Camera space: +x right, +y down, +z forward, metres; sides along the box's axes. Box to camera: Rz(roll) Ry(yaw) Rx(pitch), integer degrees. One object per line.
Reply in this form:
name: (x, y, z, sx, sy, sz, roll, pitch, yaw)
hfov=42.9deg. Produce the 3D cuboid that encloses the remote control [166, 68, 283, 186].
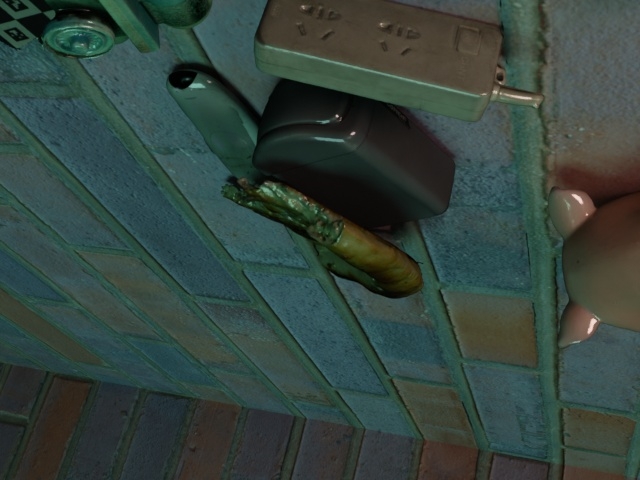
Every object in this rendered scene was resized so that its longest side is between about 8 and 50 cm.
remote control: (-0.117, -0.136, 1.075, 0.097, 0.045, 0.256, -1, 148, 31)

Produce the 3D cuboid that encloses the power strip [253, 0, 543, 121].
power strip: (0.082, -0.182, 0.806, 0.288, 0.093, 0.053, 13, 152, 4)

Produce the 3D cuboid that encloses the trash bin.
trash bin: (0.033, -0.106, 0.991, 0.176, 0.101, 0.236, -13, 145, 43)

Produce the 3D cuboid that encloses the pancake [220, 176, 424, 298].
pancake: (0.005, 0.002, 1.113, 0.305, 0.067, 0.427, 26, 178, -11)

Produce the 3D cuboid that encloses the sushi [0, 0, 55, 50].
sushi: (-0.389, -0.319, 0.848, 0.192, 0.043, 0.279, -14, 149, 41)

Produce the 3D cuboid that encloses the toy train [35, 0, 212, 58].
toy train: (-0.192, -0.264, 0.718, 0.194, 0.120, 0.298, -9, 168, 6)

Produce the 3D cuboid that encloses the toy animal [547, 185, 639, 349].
toy animal: (0.419, 0.017, 0.942, 0.213, 0.195, 0.256, 2, 169, -38)
